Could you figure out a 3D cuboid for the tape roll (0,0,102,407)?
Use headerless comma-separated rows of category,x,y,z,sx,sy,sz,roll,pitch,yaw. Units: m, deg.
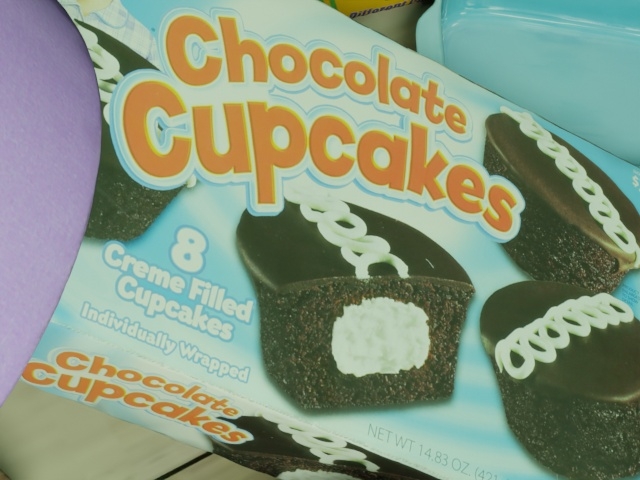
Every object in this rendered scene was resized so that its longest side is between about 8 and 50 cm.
tape roll,-0.206,-0.007,0.474,0.275,0.090,0.275,-17,50,22

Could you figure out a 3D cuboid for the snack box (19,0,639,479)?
snack box,0.000,0.000,0.607,0.322,0.060,0.187,24,56,-22

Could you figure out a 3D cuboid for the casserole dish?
casserole dish,0.132,-0.076,0.753,0.188,0.037,0.114,6,59,-16

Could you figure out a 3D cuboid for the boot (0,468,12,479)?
boot,-0.214,0.113,0.516,0.152,0.073,0.197,36,50,7

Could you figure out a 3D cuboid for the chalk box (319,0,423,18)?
chalk box,0.040,-0.256,0.674,0.179,0.289,0.180,-18,68,-26
